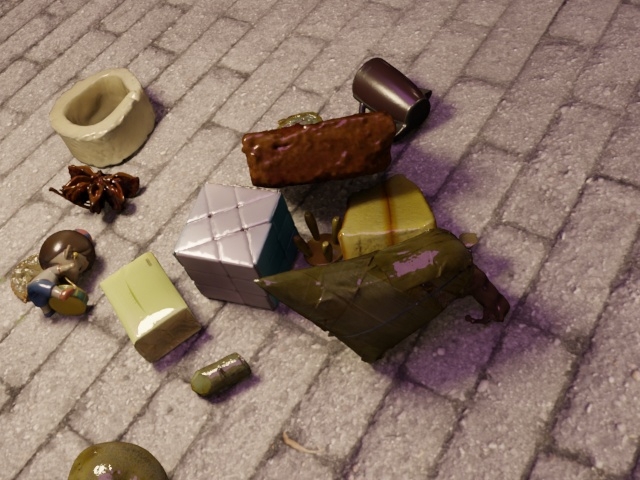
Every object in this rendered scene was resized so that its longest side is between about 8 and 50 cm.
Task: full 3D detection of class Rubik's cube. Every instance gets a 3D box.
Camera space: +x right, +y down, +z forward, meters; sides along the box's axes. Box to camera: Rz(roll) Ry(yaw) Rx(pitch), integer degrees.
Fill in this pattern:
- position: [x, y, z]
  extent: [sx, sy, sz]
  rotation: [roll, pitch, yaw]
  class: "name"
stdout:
- position: [-0.202, 0.013, 1.608]
  extent: [0.221, 0.224, 0.231]
  rotation: [9, 61, 18]
  class: "Rubik's cube"

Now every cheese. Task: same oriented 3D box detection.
- position: [-0.699, -0.411, 2.095]
  extent: [0.292, 0.153, 0.332]
  rotation: [22, 63, 26]
  class: "cheese"

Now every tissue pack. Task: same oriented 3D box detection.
- position: [-0.435, 0.165, 1.620]
  extent: [0.159, 0.125, 0.234]
  rotation: [-34, 53, -13]
  class: "tissue pack"

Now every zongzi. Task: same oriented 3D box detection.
- position: [0.112, 0.069, 1.342]
  extent: [0.356, 0.393, 0.174]
  rotation: [-41, 41, 15]
  class: "zongzi"

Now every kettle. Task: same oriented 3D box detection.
- position: [0.204, -0.414, 1.904]
  extent: [0.202, 0.144, 0.232]
  rotation: [-47, 58, 2]
  class: "kettle"

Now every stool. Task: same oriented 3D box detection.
- position: [0.000, 0.000, 1.653]
  extent: [0.135, 0.110, 0.134]
  rotation: [-25, 52, -6]
  class: "stool"

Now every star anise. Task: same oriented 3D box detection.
- position: [-0.663, -0.153, 1.914]
  extent: [0.220, 0.126, 0.190]
  rotation: [21, 48, 10]
  class: "star anise"

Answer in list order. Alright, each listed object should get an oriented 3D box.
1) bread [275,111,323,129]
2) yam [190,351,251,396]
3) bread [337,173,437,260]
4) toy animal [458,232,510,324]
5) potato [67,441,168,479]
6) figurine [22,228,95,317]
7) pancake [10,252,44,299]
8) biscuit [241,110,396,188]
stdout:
- position: [-0.064, -0.335, 1.947]
  extent: [0.156, 0.064, 0.117]
  rotation: [-13, 51, 2]
  class: "bread"
- position: [-0.238, 0.317, 1.498]
  extent: [0.146, 0.069, 0.069]
  rotation: [-25, 52, -8]
  class: "yam"
- position: [0.183, -0.003, 1.652]
  extent: [0.233, 0.245, 0.361]
  rotation: [-8, 22, 8]
  class: "bread"
- position: [0.362, 0.097, 1.498]
  extent: [0.214, 0.094, 0.186]
  rotation: [49, 46, 7]
  class: "toy animal"
- position: [-0.421, 0.525, 1.337]
  extent: [0.235, 0.160, 0.178]
  rotation: [33, 91, 21]
  class: "potato"
- position: [-0.694, 0.071, 1.742]
  extent: [0.161, 0.158, 0.275]
  rotation: [-31, 42, 38]
  class: "figurine"
- position: [-0.809, 0.101, 1.817]
  extent: [0.158, 0.028, 0.158]
  rotation: [-4, 53, 6]
  class: "pancake"
- position: [-0.012, -0.237, 1.695]
  extent: [0.395, 0.166, 0.342]
  rotation: [-9, 7, -4]
  class: "biscuit"
